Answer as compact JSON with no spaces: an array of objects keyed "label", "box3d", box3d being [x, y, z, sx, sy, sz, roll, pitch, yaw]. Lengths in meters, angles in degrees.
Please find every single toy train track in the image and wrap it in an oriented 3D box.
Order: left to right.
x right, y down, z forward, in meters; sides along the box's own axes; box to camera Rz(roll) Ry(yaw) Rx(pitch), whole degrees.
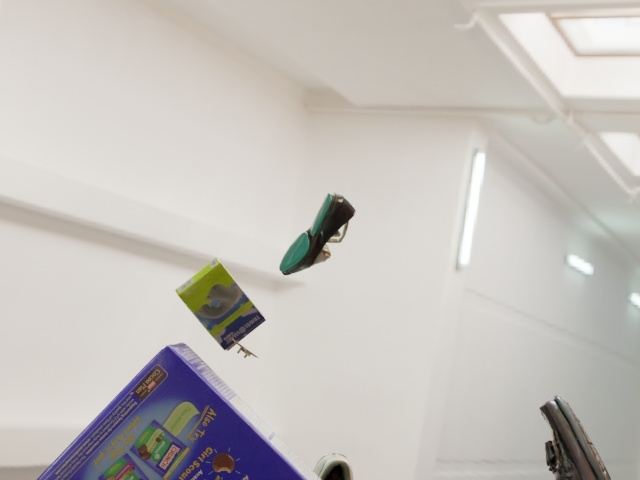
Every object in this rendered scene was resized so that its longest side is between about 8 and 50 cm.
[{"label":"toy train track","box3d":[-0.114,0.168,1.491,0.014,0.048,0.083,-54,7,-8]}]

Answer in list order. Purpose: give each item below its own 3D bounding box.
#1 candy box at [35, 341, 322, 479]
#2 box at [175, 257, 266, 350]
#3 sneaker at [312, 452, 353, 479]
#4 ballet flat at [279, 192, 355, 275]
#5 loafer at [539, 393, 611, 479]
[{"label":"candy box","box3d":[-0.167,0.335,1.284,0.268,0.317,0.122,-45,-5,1]},{"label":"box","box3d":[-0.195,0.135,1.991,0.109,0.042,0.178,-38,-67,-3]},{"label":"sneaker","box3d":[0.010,0.611,2.079,0.146,0.122,0.331,108,167,-74]},{"label":"ballet flat","box3d":[0.000,0.000,1.793,0.074,0.074,0.203,-29,-21,-55]},{"label":"loafer","box3d":[0.368,0.359,1.393,0.109,0.095,0.303,51,-167,-53]}]
